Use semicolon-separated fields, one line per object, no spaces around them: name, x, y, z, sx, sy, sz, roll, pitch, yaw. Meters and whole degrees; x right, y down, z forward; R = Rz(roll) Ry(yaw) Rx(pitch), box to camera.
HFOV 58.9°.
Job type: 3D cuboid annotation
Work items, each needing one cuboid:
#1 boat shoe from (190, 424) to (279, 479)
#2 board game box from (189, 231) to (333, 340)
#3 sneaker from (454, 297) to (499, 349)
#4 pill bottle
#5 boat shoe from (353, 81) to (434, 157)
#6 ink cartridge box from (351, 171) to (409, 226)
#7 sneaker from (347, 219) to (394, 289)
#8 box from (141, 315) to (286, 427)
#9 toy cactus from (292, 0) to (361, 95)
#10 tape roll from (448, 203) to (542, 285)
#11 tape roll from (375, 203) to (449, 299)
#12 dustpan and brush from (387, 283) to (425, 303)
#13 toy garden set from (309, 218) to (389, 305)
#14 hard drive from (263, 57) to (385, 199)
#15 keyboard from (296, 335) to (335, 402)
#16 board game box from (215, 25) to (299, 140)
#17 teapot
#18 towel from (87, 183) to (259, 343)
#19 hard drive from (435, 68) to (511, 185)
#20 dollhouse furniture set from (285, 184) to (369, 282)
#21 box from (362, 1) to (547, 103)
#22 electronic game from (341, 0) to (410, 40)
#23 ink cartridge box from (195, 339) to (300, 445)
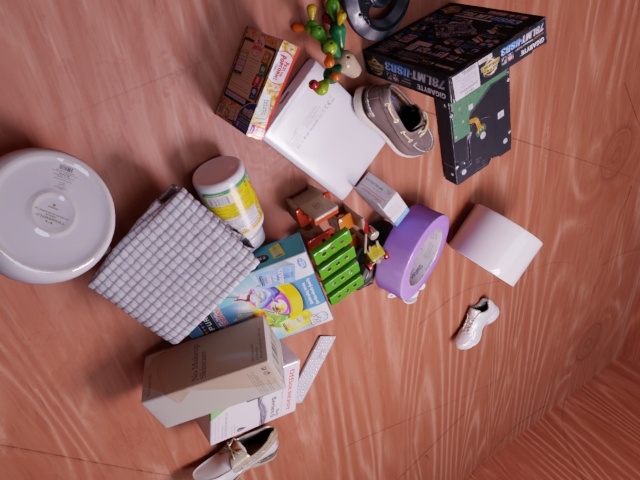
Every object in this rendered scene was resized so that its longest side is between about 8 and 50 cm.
boat shoe;-0.256;0.643;1.694;0.302;0.113;0.103;-17;126;-43
board game box;-0.164;0.149;1.381;0.336;0.079;0.253;-21;132;0
sneaker;0.580;0.308;2.165;0.232;0.090;0.115;-50;130;-14
pill bottle;-0.195;-0.074;1.265;0.118;0.118;0.208;-34;133;-17
boat shoe;0.212;-0.298;1.431;0.324;0.097;0.116;25;68;-48
ink cartridge box;0.160;-0.113;1.499;0.061;0.104;0.181;-51;153;1
sneaker;0.137;0.049;1.641;0.227;0.087;0.130;-59;165;-19
box;-0.251;0.310;1.340;0.311;0.148;0.121;-20;131;4
toy cactus;0.023;-0.398;1.220;0.181;0.112;0.218;22;62;-55
tape roll;0.566;0.015;1.840;0.246;0.246;0.169;25;99;-45
tape roll;0.271;0.034;1.664;0.275;0.090;0.274;-44;150;-34
dustpan and brush;0.278;0.152;1.828;0.211;0.060;0.147;-5;120;-36
toy garden set;0.075;0.036;1.454;0.204;0.049;0.244;-35;144;-12
hard drive;0.015;-0.256;1.370;0.319;0.040;0.210;33;94;-45
keyboard;-0.030;0.408;1.782;0.072;0.014;0.255;14;108;-43
board game box;-0.132;-0.317;1.138;0.045;0.147;0.193;11;110;-42
teapot;-0.510;-0.038;1.002;0.252;0.187;0.255;-38;111;-41
towel;-0.300;0.046;1.184;0.235;0.121;0.283;42;100;-16
hard drive;0.443;-0.355;1.632;0.237;0.064;0.338;-34;134;-16
dollhouse furniture set;0.000;0.000;1.455;0.262;0.135;0.259;-32;133;-19
box;0.300;-0.441;1.297;0.293;0.295;0.073;-33;131;-18
electronic game;0.128;-0.561;1.248;0.229;0.048;0.229;-22;124;-38
ink cartridge box;-0.202;0.414;1.576;0.273;0.115;0.198;-14;125;-32
